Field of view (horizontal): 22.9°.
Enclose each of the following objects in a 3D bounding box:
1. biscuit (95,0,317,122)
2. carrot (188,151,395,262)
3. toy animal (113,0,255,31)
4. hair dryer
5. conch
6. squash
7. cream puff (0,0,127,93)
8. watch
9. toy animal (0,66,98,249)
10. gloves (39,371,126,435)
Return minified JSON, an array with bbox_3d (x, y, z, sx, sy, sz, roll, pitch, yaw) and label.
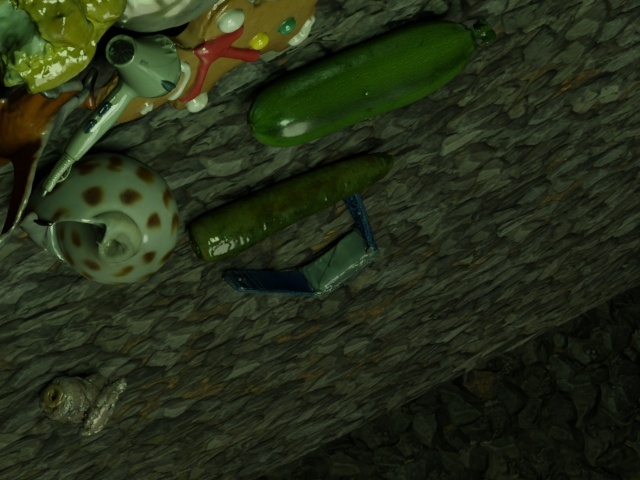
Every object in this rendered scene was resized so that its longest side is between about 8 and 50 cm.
[{"bbox_3d":[-0.107,-0.216,1.770,0.340,0.047,0.216,-32,164,-37],"label":"biscuit"},{"bbox_3d":[-0.034,-0.060,2.337,0.358,0.074,0.074,-24,160,-24],"label":"carrot"},{"bbox_3d":[-0.133,-0.266,1.501,0.308,0.188,0.266,-28,171,-25],"label":"toy animal"},{"bbox_3d":[-0.218,-0.134,1.547,0.199,0.067,0.167,-45,171,-10],"label":"hair dryer"},{"bbox_3d":[-0.262,-0.030,1.940,0.275,0.183,0.148,130,-16,-71],"label":"conch"},{"bbox_3d":[0.068,-0.212,2.071,0.379,0.101,0.101,-26,161,-21],"label":"squash"},{"bbox_3d":[-0.255,-0.244,1.325,0.221,0.194,0.195,28,127,-23],"label":"cream puff"},{"bbox_3d":[0.012,-0.006,2.576,0.276,0.068,0.274,-40,155,23],"label":"watch"},{"bbox_3d":[-0.304,-0.141,1.598,0.284,0.225,0.302,-36,-174,32],"label":"toy animal"},{"bbox_3d":[-0.390,0.265,2.579,0.144,0.094,0.110,-3,135,-41],"label":"gloves"}]
